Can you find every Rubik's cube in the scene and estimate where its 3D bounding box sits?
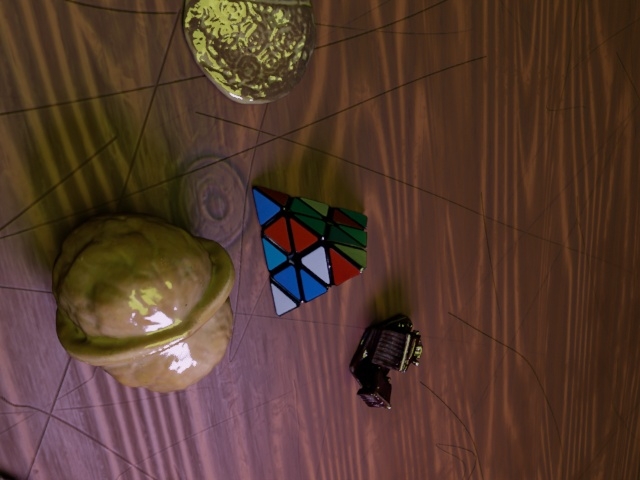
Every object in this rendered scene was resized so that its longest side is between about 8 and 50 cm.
[{"bbox_3d":[0.000,0.000,1.044,0.284,0.234,0.250,-43,120,-13],"label":"Rubik's cube"}]

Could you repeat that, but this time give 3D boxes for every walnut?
[{"bbox_3d":[-0.270,0.096,0.894,0.285,0.285,0.297,-30,123,-20],"label":"walnut"}]

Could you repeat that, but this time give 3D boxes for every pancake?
[{"bbox_3d":[-0.116,-0.363,0.989,0.249,0.031,0.250,-8,107,-29],"label":"pancake"}]

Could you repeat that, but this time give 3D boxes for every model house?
[{"bbox_3d":[0.157,0.277,1.260,0.141,0.164,0.203,18,96,-28],"label":"model house"}]

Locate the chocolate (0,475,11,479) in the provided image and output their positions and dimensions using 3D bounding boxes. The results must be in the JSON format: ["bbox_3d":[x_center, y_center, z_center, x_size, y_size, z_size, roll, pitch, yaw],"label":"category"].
[{"bbox_3d":[-0.597,0.530,0.898,0.185,0.100,0.303,38,81,-24],"label":"chocolate"}]
